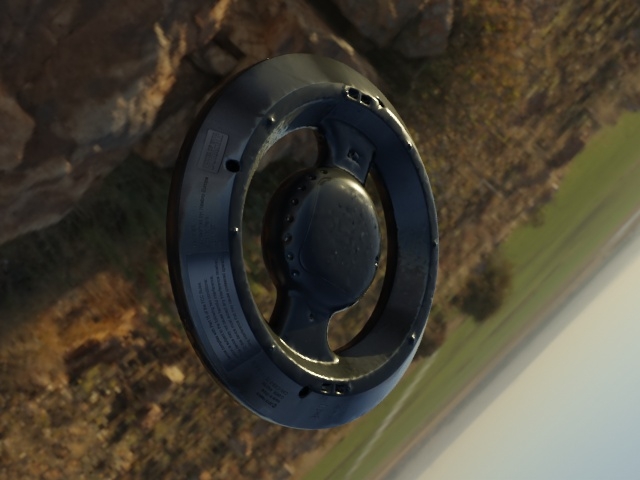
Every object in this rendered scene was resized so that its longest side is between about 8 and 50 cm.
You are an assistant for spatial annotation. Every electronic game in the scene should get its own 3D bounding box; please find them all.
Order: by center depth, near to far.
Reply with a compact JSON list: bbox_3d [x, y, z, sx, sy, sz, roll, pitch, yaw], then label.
[{"bbox_3d":[0.000,0.000,0.563,0.048,0.229,0.229,-4,-161,43],"label":"electronic game"}]
